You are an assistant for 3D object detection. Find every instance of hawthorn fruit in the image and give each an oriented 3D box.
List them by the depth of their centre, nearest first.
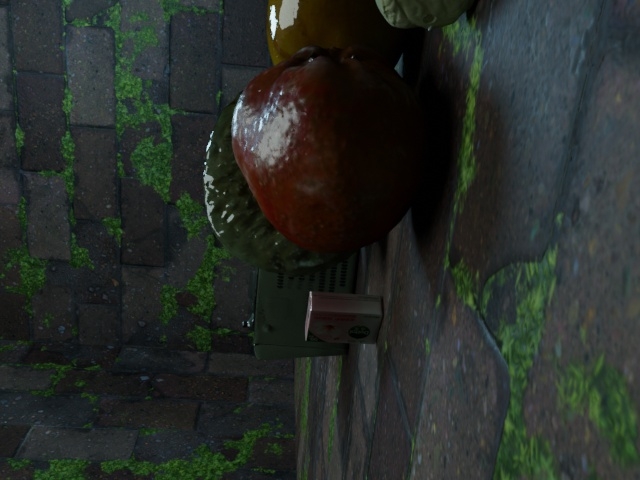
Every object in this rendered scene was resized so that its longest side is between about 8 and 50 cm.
[{"bbox_3d":[0.021,-0.126,0.872,0.284,0.284,0.285,-176,90,-85],"label":"hawthorn fruit"}]

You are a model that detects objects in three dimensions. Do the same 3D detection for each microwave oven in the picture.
[{"bbox_3d":[-0.058,0.076,1.650,0.394,0.247,0.333,-100,13,-72],"label":"microwave oven"}]

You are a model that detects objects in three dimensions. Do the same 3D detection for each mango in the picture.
[{"bbox_3d":[0.041,-0.397,1.038,0.264,0.221,0.378,96,-174,-72],"label":"mango"}]

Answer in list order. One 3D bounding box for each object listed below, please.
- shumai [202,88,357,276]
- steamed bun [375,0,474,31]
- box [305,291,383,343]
[{"bbox_3d":[-0.037,-0.102,1.282,0.323,0.323,0.398,79,-169,-73],"label":"shumai"},{"bbox_3d":[0.109,-0.289,0.699,0.130,0.112,0.091,87,-176,-71],"label":"steamed bun"},{"bbox_3d":[0.039,0.133,1.139,0.089,0.125,0.043,97,174,-45],"label":"box"}]
